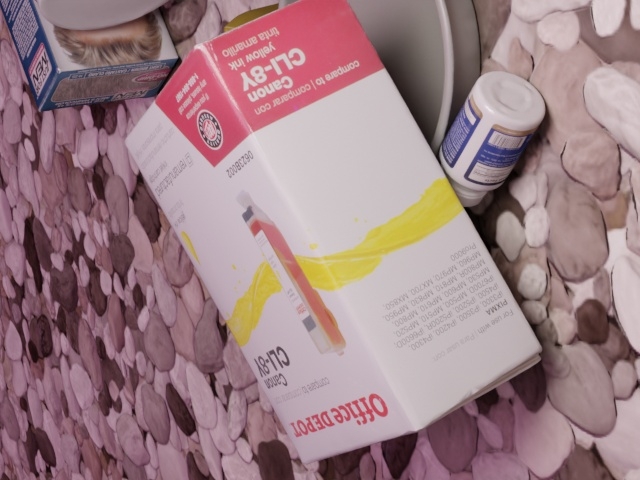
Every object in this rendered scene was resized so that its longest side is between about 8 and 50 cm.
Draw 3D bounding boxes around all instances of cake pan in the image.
[{"bbox_3d":[0.055,-0.189,1.318,0.293,0.054,0.293,27,124,51],"label":"cake pan"}]

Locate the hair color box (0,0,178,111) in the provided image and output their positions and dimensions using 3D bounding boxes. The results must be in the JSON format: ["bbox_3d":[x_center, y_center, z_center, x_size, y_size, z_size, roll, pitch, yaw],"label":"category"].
[{"bbox_3d":[-0.332,-0.350,1.769,0.105,0.174,0.347,-45,63,53],"label":"hair color box"}]

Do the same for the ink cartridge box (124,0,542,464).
[{"bbox_3d":[0.000,0.000,1.277,0.385,0.160,0.279,60,153,2],"label":"ink cartridge box"}]

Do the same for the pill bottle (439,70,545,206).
[{"bbox_3d":[0.146,-0.087,1.197,0.067,0.067,0.120,59,144,28],"label":"pill bottle"}]

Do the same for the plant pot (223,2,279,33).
[{"bbox_3d":[-0.058,-0.211,1.463,0.081,0.083,0.082,19,116,54],"label":"plant pot"}]

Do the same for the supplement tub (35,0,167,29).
[{"bbox_3d":[-0.295,-0.437,1.623,0.228,0.228,0.316,-45,62,54],"label":"supplement tub"}]
